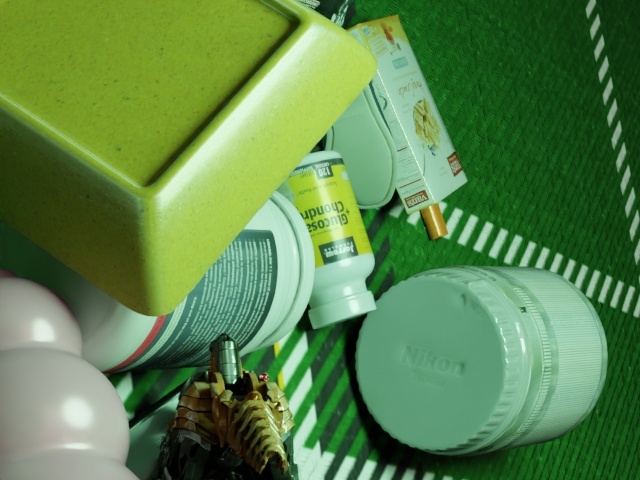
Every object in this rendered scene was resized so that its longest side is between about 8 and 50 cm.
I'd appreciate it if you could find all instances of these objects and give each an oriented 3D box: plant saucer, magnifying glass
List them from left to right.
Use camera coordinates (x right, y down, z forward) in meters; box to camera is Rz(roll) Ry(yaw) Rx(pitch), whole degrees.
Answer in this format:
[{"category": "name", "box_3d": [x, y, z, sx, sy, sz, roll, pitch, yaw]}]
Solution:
[{"category": "plant saucer", "box_3d": [-0.166, -0.150, 1.383, 0.333, 0.081, 0.333, 34, 62, 11]}, {"category": "magnifying glass", "box_3d": [0.117, -0.112, 2.164, 0.092, 0.026, 0.231, -17, 85, -59]}]

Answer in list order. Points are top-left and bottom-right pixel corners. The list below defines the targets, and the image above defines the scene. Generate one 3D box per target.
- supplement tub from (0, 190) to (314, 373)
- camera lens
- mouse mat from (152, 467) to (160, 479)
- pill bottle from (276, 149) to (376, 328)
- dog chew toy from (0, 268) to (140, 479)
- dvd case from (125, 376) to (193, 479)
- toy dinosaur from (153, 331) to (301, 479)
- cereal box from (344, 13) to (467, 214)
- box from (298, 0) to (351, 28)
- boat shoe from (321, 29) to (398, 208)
[{"category": "supplement tub", "box_3d": [-0.148, 0.023, 1.508, 0.272, 0.191, 0.191, 3, 71, -57]}, {"category": "camera lens", "box_3d": [0.195, 0.139, 1.948, 0.274, 0.219, 0.219, 2, 71, -57]}, {"category": "mouse mat", "box_3d": [-0.125, 0.300, 1.499, 0.152, 0.007, 0.189, 49, 51, -22]}, {"category": "pill bottle", "box_3d": [0.000, 0.000, 1.837, 0.103, 0.103, 0.184, -10, 81, -59]}, {"category": "dog chew toy", "box_3d": [-0.234, 0.177, 1.295, 0.207, 0.207, 0.331, 21, 47, -51]}, {"category": "dvd case", "box_3d": [-0.118, 0.277, 1.531, 0.180, 0.022, 0.253, -35, 103, -43]}, {"category": "toy dinosaur", "box_3d": [-0.082, 0.183, 1.371, 0.322, 0.164, 0.218, 39, 50, -80]}, {"category": "cereal box", "box_3d": [0.103, -0.162, 2.082, 0.240, 0.047, 0.173, 66, 22, -4]}, {"category": "box", "box_3d": [-0.158, -0.190, 1.539, 0.322, 0.079, 0.257, 19, 40, 3]}, {"category": "boat shoe", "box_3d": [0.032, -0.148, 1.956, 0.079, 0.095, 0.254, -91, 162, -49]}]
